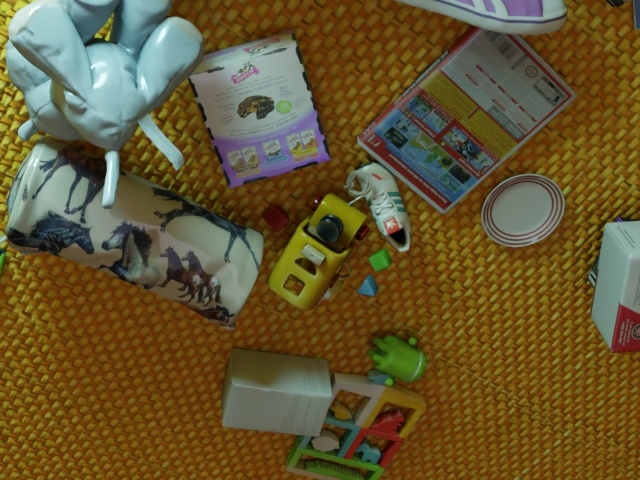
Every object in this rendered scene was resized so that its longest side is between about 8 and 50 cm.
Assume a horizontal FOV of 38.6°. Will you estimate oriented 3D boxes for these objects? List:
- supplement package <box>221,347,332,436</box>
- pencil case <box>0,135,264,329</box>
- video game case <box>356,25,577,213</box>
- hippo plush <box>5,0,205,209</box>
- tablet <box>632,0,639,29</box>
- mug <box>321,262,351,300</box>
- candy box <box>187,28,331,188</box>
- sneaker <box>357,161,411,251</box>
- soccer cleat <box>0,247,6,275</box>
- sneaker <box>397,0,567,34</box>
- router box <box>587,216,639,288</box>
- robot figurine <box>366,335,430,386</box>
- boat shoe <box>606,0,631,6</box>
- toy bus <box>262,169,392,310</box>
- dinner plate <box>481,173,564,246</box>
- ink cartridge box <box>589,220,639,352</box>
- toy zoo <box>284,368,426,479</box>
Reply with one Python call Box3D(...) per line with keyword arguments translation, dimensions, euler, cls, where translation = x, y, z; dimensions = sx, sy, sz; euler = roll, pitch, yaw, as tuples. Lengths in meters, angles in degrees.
Box3D(translation=(-0.081, 0.273, 1.642), dimensions=(0.179, 0.105, 0.105), euler=(9, 122, -12), cls="supplement package")
Box3D(translation=(-0.279, 0.000, 1.410), dimensions=(0.411, 0.160, 0.183), euler=(25, 109, -20), cls="pencil case")
Box3D(translation=(0.227, -0.192, 1.423), dimensions=(0.204, 0.025, 0.285), euler=(37, 112, -26), cls="video game case")
Box3D(translation=(-0.299, -0.225, 1.246), dimensions=(0.234, 0.237, 0.294), euler=(-33, 109, -26), cls="hippo plush")
Box3D(translation=(0.489, -0.357, 1.356), dimensions=(0.054, 0.006, 0.083), euler=(-15, 124, 3), cls="tablet")
Box3D(translation=(0.005, 0.054, 1.544), dimensions=(0.078, 0.062, 0.064), euler=(-32, 114, -13), cls="mug")
Box3D(translation=(-0.089, -0.194, 1.360), dimensions=(0.165, 0.070, 0.196), euler=(-15, 124, 4), cls="candy box")
Box3D(translation=(0.109, -0.051, 1.471), dimensions=(0.057, 0.075, 0.161), euler=(-23, 123, 8), cls="sneaker")
Box3D(translation=(-0.591, 0.014, 1.453), dimensions=(0.179, 0.060, 0.072), euler=(20, 109, -25), cls="soccer cleat")
Box3D(translation=(0.226, -0.381, 1.244), dimensions=(0.282, 0.102, 0.161), euler=(11, 126, -12), cls="sneaker")
Box3D(translation=(0.577, 0.039, 1.598), dimensions=(0.179, 0.046, 0.133), euler=(11, 120, -13), cls="router box")
Box3D(translation=(0.142, 0.214, 1.651), dimensions=(0.115, 0.067, 0.101), euler=(27, 92, -21), cls="robot figurine")
Box3D(translation=(0.326, -0.419, 1.249), dimensions=(0.092, 0.102, 0.285), euler=(-31, 125, 35), cls="boat shoe")
Box3D(translation=(-0.001, 0.012, 1.439), dimensions=(0.191, 0.104, 0.202), euler=(-11, 105, 21), cls="toy bus")
Box3D(translation=(0.337, -0.052, 1.530), dimensions=(0.141, 0.017, 0.141), euler=(-3, 124, -5), cls="dinner plate")
Box3D(translation=(0.611, 0.071, 1.525), dimensions=(0.273, 0.114, 0.196), euler=(-3, 121, -4), cls="ink cartridge box")
Box3D(translation=(0.073, 0.357, 1.758), dimensions=(0.192, 0.030, 0.293), euler=(18, 119, -17), cls="toy zoo")
